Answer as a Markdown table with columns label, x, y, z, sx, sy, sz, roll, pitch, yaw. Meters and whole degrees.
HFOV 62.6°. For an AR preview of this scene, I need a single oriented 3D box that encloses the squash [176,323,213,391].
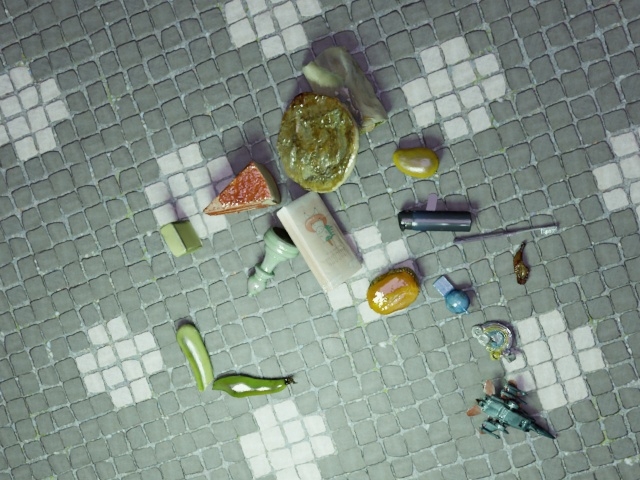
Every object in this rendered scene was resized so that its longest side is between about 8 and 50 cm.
| label | x | y | z | sx | sy | sz | roll | pitch | yaw |
| --- | --- | --- | --- | --- | --- | --- | --- | --- | --- |
| squash | -0.454 | 0.422 | 1.922 | 0.083 | 0.083 | 0.250 | -20 | 95 | 6 |

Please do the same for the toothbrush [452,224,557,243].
| label | x | y | z | sx | sy | sz | roll | pitch | yaw |
| --- | --- | --- | --- | --- | --- | --- | --- | --- | --- |
| toothbrush | 0.637 | -0.015 | 1.814 | 0.353 | 0.024 | 0.029 | -8 | 101 | 5 |

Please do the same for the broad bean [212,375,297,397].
| label | x | y | z | sx | sy | sz | roll | pitch | yaw |
| --- | --- | --- | --- | --- | --- | --- | --- | --- | --- |
| broad bean | -0.238 | 0.528 | 1.917 | 0.325 | 0.067 | 0.075 | -5 | 123 | 4 |

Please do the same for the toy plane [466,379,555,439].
| label | x | y | z | sx | sy | sz | roll | pitch | yaw |
| --- | --- | --- | --- | --- | --- | --- | --- | --- | --- |
| toy plane | 0.676 | 0.613 | 1.811 | 0.326 | 0.104 | 0.223 | 30 | 95 | 2 |

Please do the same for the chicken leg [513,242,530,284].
| label | x | y | z | sx | sy | sz | roll | pitch | yaw |
| --- | --- | --- | --- | --- | --- | --- | --- | --- | --- |
| chicken leg | 0.690 | 0.081 | 1.810 | 0.062 | 0.037 | 0.145 | -10 | 94 | -16 |

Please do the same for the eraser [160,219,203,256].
| label | x | y | z | sx | sy | sz | roll | pitch | yaw |
| --- | --- | --- | --- | --- | --- | --- | --- | --- | --- |
| eraser | -0.485 | -0.009 | 1.845 | 0.058 | 0.172 | 0.117 | -28 | 91 | 8 |

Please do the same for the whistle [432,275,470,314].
| label | x | y | z | sx | sy | sz | roll | pitch | yaw |
| --- | --- | --- | --- | --- | --- | --- | --- | --- | --- |
| whistle | 0.460 | 0.198 | 1.815 | 0.090 | 0.090 | 0.158 | -43 | 90 | 6 |

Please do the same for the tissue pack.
| label | x | y | z | sx | sy | sz | roll | pitch | yaw |
| --- | --- | --- | --- | --- | --- | --- | --- | --- | --- |
| tissue pack | 0.000 | 0.000 | 1.812 | 0.170 | 0.071 | 0.325 | -32 | 90 | -38 |

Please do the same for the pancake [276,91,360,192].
| label | x | y | z | sx | sy | sz | roll | pitch | yaw |
| --- | --- | --- | --- | --- | --- | --- | --- | --- | --- |
| pancake | -0.014 | -0.326 | 1.764 | 0.356 | 0.065 | 0.356 | 6 | 100 | 38 |

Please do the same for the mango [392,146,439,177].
| label | x | y | z | sx | sy | sz | roll | pitch | yaw |
| --- | --- | --- | --- | --- | --- | --- | --- | --- | --- |
| mango | 0.326 | -0.271 | 1.802 | 0.161 | 0.076 | 0.103 | 13 | 99 | 8 |

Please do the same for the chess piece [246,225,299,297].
| label | x | y | z | sx | sy | sz | roll | pitch | yaw |
| --- | --- | --- | --- | --- | --- | --- | --- | --- | --- |
| chess piece | -0.187 | 0.093 | 1.862 | 0.139 | 0.139 | 0.272 | 33 | 108 | 2 |

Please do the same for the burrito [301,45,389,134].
| label | x | y | z | sx | sy | sz | roll | pitch | yaw |
| --- | --- | --- | --- | --- | --- | --- | --- | --- | --- |
| burrito | 0.072 | -0.508 | 1.784 | 0.190 | 0.135 | 0.332 | -30 | 87 | 14 |

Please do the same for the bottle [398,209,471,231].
| label | x | y | z | sx | sy | sz | roll | pitch | yaw |
| --- | --- | --- | --- | --- | --- | --- | --- | --- | --- |
| bottle | 0.390 | -0.069 | 1.807 | 0.244 | 0.072 | 0.082 | 0 | 57 | 4 |

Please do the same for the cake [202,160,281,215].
| label | x | y | z | sx | sy | sz | roll | pitch | yaw |
| --- | --- | --- | --- | --- | --- | --- | --- | --- | --- |
| cake | -0.284 | -0.181 | 1.825 | 0.261 | 0.158 | 0.160 | -10 | 89 | 7 |

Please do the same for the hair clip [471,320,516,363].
| label | x | y | z | sx | sy | sz | roll | pitch | yaw |
| --- | --- | --- | --- | --- | --- | --- | --- | --- | --- |
| hair clip | 0.616 | 0.348 | 1.833 | 0.116 | 0.049 | 0.172 | -35 | 82 | -7 |

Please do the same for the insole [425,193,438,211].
| label | x | y | z | sx | sy | sz | roll | pitch | yaw |
| --- | --- | --- | --- | --- | --- | --- | --- | --- | --- |
| insole | 0.383 | -0.098 | 1.843 | 0.045 | 0.002 | 0.135 | 10 | 95 | 3 |

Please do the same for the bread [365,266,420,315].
| label | x | y | z | sx | sy | sz | roll | pitch | yaw |
| --- | --- | --- | --- | --- | --- | --- | --- | --- | --- |
| bread | 0.252 | 0.176 | 1.824 | 0.190 | 0.114 | 0.132 | -31 | 93 | 12 |
